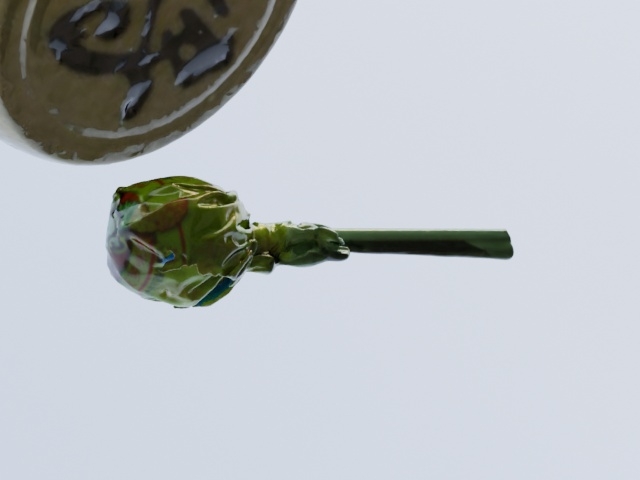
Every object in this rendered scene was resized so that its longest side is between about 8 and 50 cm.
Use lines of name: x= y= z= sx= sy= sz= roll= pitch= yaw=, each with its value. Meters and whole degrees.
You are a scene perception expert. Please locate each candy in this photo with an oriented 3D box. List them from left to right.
candy: x=0.001 y=0.002 z=1.139 sx=0.262 sy=0.077 sz=0.073 roll=1 pitch=-100 yaw=-29

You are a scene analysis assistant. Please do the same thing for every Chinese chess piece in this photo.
Chinese chess piece: x=-0.124 y=-0.168 z=1.198 sx=0.257 sy=0.104 sz=0.257 roll=-30 pitch=-37 yaw=-26
